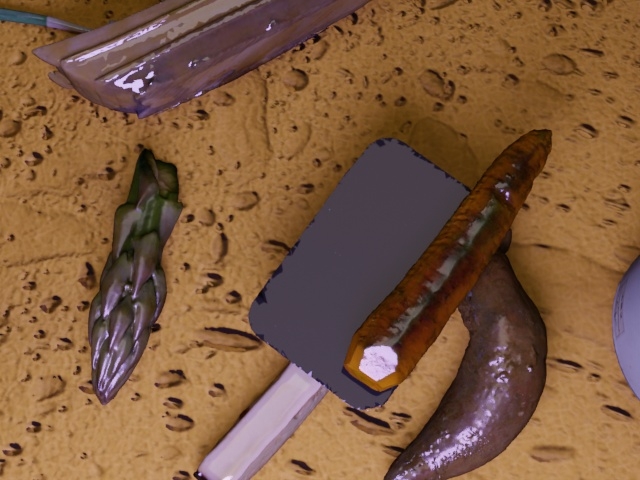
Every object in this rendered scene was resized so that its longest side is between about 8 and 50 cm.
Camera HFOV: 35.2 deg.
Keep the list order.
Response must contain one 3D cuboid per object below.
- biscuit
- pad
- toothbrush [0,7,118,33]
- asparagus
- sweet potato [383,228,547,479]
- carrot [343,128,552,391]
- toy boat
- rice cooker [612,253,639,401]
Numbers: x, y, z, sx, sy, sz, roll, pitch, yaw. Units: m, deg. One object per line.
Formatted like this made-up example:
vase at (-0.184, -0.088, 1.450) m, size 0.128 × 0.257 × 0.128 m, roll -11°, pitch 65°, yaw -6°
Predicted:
biscuit at (-0.050, 0.179, 1.021) m, size 0.052 × 0.056 × 0.188 m, roll 39°, pitch 75°, yaw 13°
pad at (-0.006, -0.010, 1.040) m, size 0.323 × 0.055 × 0.250 m, roll 32°, pitch 78°, yaw 25°
toothbrush at (-0.340, -0.261, 1.191) m, size 0.257 × 0.018 × 0.024 m, roll 8°, pitch 69°, yaw 3°
asparagus at (-0.194, 0.031, 1.062) m, size 0.080 × 0.080 × 0.287 m, roll 11°, pitch 73°, yaw 4°
sweet potato at (0.165, 0.123, 1.018) m, size 0.124 × 0.098 × 0.310 m, roll 10°, pitch 72°, yaw 26°
carrot at (0.133, 0.009, 0.978) m, size 0.066 × 0.066 × 0.314 m, roll 35°, pitch 76°, yaw 11°
toy boat at (-0.104, -0.280, 1.134) m, size 0.445 × 0.136 × 0.162 m, roll -29°, pitch 78°, yaw -8°
rice cooker at (0.417, 0.062, 0.929) m, size 0.264 × 0.316 × 0.316 m, roll 31°, pitch 75°, yaw 11°
